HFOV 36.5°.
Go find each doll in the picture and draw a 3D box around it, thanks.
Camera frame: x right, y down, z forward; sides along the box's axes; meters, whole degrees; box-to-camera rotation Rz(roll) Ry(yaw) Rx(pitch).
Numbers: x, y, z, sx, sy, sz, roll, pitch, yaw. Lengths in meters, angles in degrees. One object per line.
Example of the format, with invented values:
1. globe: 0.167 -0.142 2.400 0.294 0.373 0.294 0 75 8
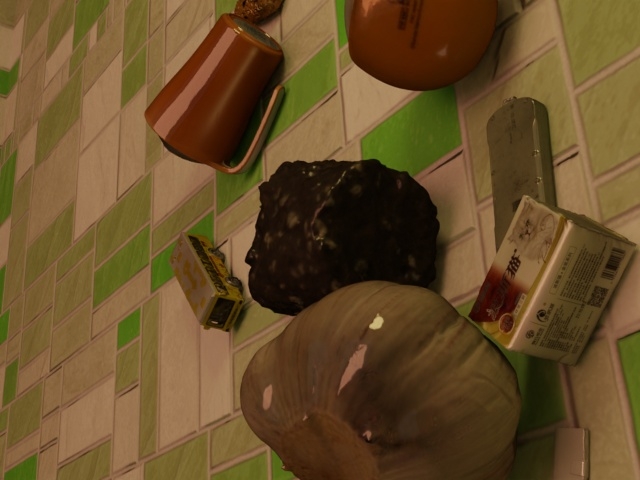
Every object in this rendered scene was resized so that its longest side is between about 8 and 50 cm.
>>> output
1. doll: 0.142 -0.306 1.285 0.213 0.236 0.214 4 103 19

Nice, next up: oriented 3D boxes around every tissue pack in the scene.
1. tissue pack: 0.244 0.042 1.035 0.099 0.106 0.149 42 112 56

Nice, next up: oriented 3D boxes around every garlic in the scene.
1. garlic: 0.077 0.178 1.085 0.317 0.259 0.318 18 119 36

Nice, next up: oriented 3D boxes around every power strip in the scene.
1. power strip: 0.240 -0.068 1.156 0.080 0.029 0.227 -26 56 47

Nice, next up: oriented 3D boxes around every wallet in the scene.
1. wallet: 0.262 0.239 1.016 0.044 0.011 0.083 -15 65 53

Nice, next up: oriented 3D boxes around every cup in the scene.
1. cup: -0.173 -0.255 1.752 0.226 0.182 0.264 42 110 18

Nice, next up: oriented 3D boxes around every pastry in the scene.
1. pastry: -0.117 -0.445 1.822 0.140 0.056 0.080 -5 66 62

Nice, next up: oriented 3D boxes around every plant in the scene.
1. plant: 0.000 0.000 1.321 0.312 0.213 0.215 6 85 55

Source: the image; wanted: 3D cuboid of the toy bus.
1. toy bus: -0.201 0.068 1.723 0.081 0.074 0.226 -61 34 20
